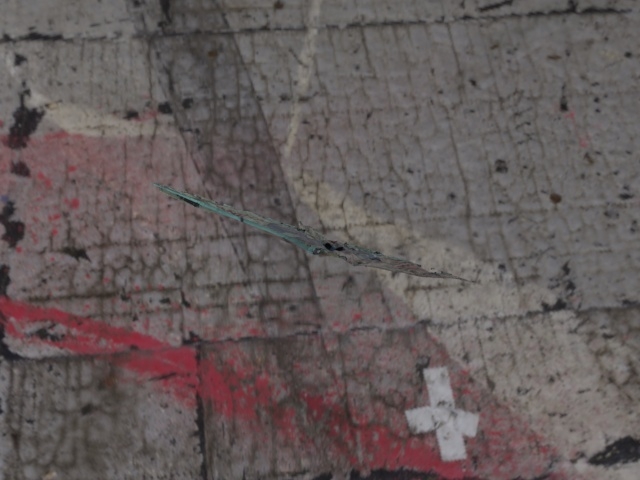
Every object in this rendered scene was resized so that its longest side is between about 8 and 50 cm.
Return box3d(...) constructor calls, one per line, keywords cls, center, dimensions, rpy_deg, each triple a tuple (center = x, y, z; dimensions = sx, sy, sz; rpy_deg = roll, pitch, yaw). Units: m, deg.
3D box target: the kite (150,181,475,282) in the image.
box3d(cls="kite", center=(0.000, 0.001, 0.906), dimensions=(0.406, 0.368, 0.014), rpy_deg=(17, 94, -6))
